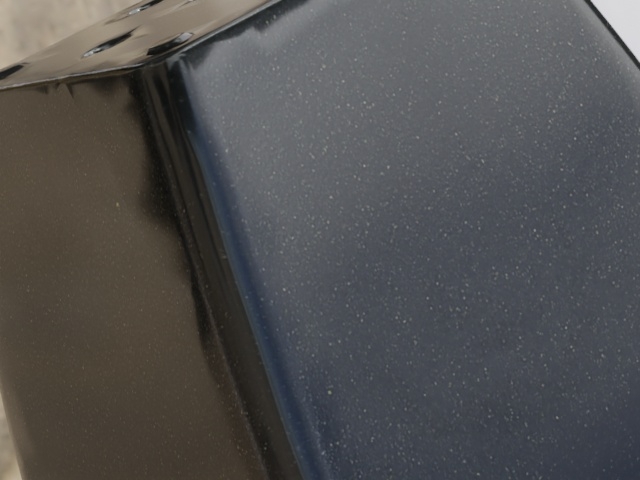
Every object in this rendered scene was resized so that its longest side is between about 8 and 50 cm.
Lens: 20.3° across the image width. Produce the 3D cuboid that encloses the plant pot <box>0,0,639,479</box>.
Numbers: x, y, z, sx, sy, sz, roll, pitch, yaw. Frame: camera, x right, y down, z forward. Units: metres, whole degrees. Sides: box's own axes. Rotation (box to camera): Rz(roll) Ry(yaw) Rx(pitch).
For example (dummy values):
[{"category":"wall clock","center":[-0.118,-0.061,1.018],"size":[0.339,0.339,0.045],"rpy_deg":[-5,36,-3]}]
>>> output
[{"category":"plant pot","center":[0.000,0.000,0.539],"size":[0.188,0.187,0.167],"rpy_deg":[0,-64,56]}]
